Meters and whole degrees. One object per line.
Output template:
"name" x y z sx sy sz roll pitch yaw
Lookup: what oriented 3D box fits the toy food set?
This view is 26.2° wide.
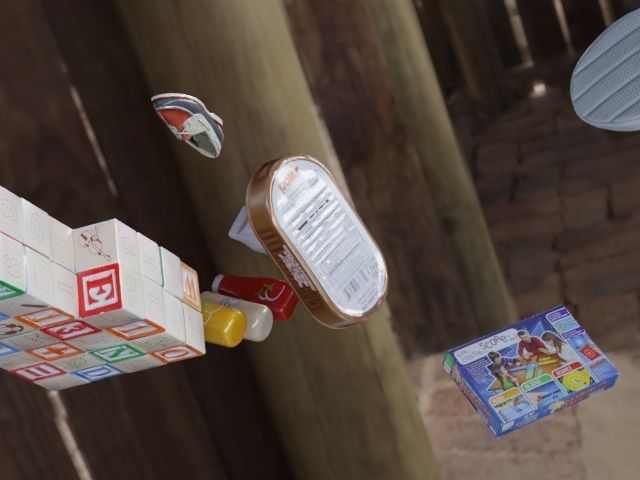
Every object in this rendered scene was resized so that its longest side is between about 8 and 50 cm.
"toy food set" -0.081 0.021 1.469 0.104 0.111 0.232 12 60 26

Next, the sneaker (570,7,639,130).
"sneaker" 0.308 -0.145 1.044 0.091 0.094 0.258 7 -20 -39

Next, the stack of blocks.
"stack of blocks" -0.244 0.045 1.232 0.171 0.087 0.297 -15 -23 17

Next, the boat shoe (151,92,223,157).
"boat shoe" -0.153 -0.135 1.604 0.049 0.043 0.137 -4 -16 22

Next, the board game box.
"board game box" 0.287 0.175 1.880 0.201 0.035 0.136 -19 54 -23

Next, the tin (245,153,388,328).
"tin" 0.000 0.000 1.372 0.040 0.190 0.106 -20 20 43
